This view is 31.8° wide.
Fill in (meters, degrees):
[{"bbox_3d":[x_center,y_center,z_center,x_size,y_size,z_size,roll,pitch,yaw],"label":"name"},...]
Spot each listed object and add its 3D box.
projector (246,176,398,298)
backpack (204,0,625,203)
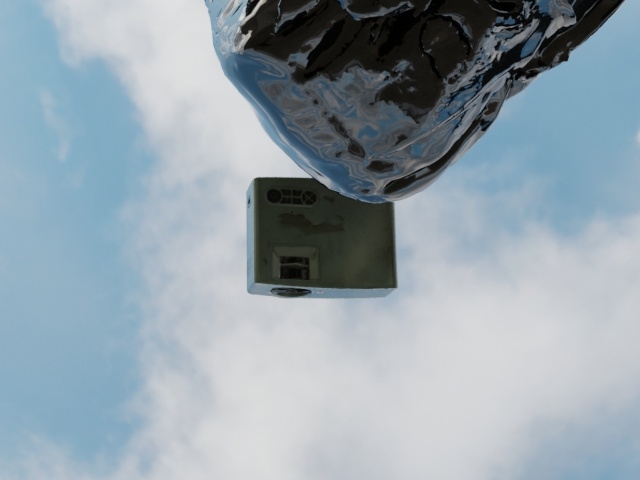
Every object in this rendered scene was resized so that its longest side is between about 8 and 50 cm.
[{"bbox_3d":[0.000,0.000,1.133,0.147,0.061,0.115,2,-108,-12],"label":"projector"},{"bbox_3d":[0.106,-0.250,0.816,0.445,0.363,0.255,-40,-67,4],"label":"backpack"}]
